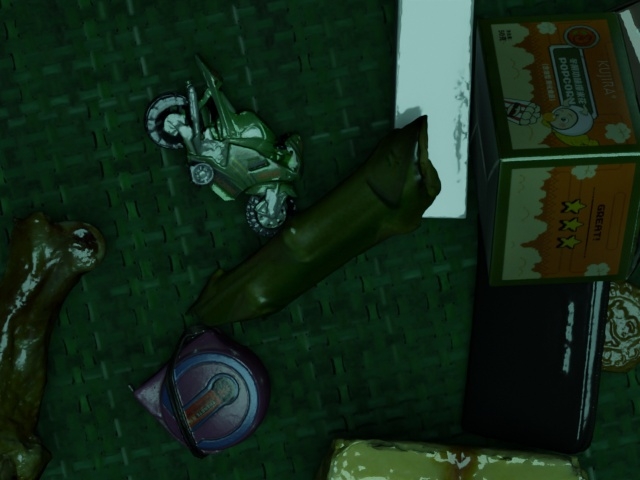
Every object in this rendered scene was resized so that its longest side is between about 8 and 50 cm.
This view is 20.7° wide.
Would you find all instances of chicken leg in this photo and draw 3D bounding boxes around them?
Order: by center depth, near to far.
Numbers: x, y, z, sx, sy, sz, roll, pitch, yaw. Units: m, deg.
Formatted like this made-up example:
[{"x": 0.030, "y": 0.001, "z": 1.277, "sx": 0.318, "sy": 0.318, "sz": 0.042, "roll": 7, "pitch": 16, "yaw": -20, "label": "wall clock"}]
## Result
[{"x": -0.355, "y": 0.137, "z": 1.745, "sx": 0.212, "sy": 0.140, "sz": 0.361, "roll": 15, "pitch": 87, "yaw": -24, "label": "chicken leg"}]

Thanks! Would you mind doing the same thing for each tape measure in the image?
[{"x": -0.114, "y": 0.152, "z": 1.778, "sx": 0.118, "sy": 0.074, "sz": 0.125, "roll": -40, "pitch": 92, "yaw": 10, "label": "tape measure"}]

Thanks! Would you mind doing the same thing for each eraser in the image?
[{"x": 0.110, "y": -0.174, "z": 1.732, "sx": 0.076, "sy": 0.078, "sz": 0.298, "roll": 1, "pitch": 98, "yaw": -1, "label": "eraser"}]

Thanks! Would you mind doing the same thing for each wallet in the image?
[{"x": 0.217, "y": 0.087, "z": 1.762, "sx": 0.149, "sy": 0.044, "sz": 0.250, "roll": 11, "pitch": 100, "yaw": 30, "label": "wallet"}]

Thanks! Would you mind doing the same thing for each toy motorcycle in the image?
[{"x": -0.083, "y": -0.092, "z": 1.743, "sx": 0.190, "sy": 0.074, "sz": 0.106, "roll": 42, "pitch": 94, "yaw": -13, "label": "toy motorcycle"}]

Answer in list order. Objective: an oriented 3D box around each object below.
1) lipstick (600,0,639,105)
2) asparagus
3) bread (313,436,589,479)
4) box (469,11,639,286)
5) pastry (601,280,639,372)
[{"x": 0.347, "y": -0.116, "z": 1.750, "sx": 0.070, "sy": 0.070, "sz": 0.254, "roll": -24, "pitch": 98, "yaw": 2, "label": "lipstick"}, {"x": 0.000, "y": -0.001, "z": 1.715, "sx": 0.085, "sy": 0.082, "sz": 0.343, "roll": 29, "pitch": 125, "yaw": -33, "label": "asparagus"}, {"x": 0.118, "y": 0.321, "z": 1.696, "sx": 0.264, "sy": 0.198, "sz": 0.236, "roll": 6, "pitch": 64, "yaw": -2, "label": "bread"}, {"x": 0.225, "y": -0.087, "z": 1.658, "sx": 0.148, "sy": 0.194, "sz": 0.177, "roll": -2, "pitch": 138, "yaw": -1, "label": "box"}, {"x": 0.294, "y": 0.088, "z": 1.787, "sx": 0.109, "sy": 0.057, "sz": 0.097, "roll": -38, "pitch": 92, "yaw": 2, "label": "pastry"}]
